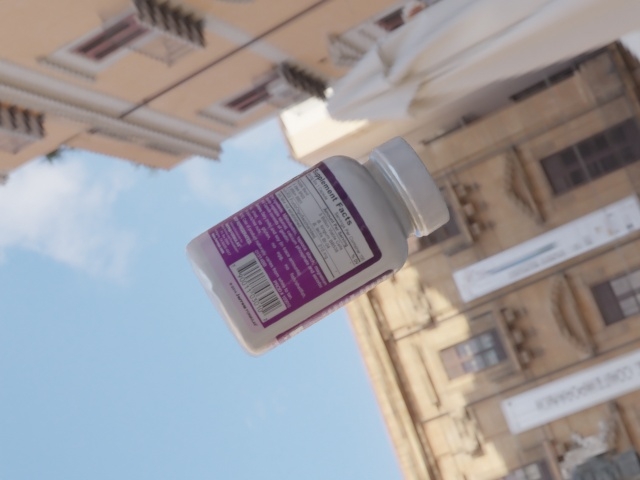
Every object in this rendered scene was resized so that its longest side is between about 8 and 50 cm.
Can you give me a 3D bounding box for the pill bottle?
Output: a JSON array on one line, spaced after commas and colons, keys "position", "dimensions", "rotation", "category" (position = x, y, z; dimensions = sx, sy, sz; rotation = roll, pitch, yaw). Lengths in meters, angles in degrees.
[{"position": [0.000, 0.000, 1.403], "dimensions": [0.169, 0.302, 0.169], "rotation": [59, 176, 6], "category": "pill bottle"}]
